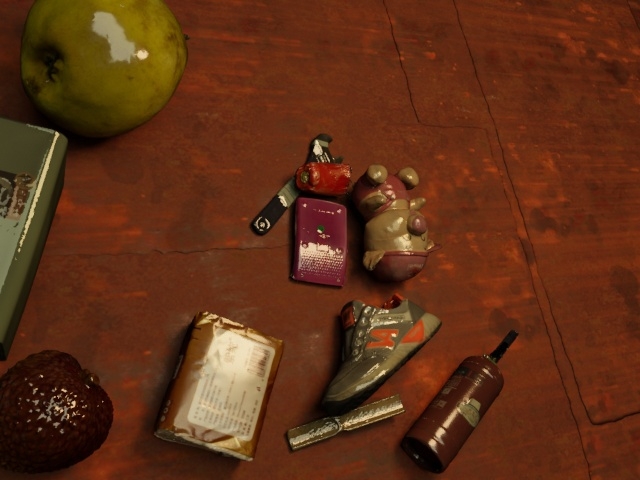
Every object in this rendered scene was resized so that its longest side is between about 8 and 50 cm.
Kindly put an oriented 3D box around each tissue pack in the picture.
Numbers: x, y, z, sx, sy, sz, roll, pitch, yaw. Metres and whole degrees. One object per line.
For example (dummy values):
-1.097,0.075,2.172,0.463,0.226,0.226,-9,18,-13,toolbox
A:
-0.177,0.262,1.137,0.183,0.092,0.226,23,62,-15,tissue pack

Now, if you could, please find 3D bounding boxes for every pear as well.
-0.388,-0.356,1.207,0.287,0.287,0.375,52,43,3,pear

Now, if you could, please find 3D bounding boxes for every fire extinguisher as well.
0.310,0.316,1.316,0.102,0.138,0.344,37,57,18,fire extinguisher

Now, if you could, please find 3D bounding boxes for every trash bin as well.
-0.523,0.003,1.011,0.158,0.223,0.344,12,66,-20,trash bin

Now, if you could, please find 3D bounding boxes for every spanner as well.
-0.047,-0.122,1.403,0.087,0.024,0.316,44,58,-11,spanner

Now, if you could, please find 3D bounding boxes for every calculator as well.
0.000,0.000,1.359,0.126,0.034,0.191,9,70,-20,calculator

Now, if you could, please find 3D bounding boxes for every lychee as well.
-0.418,0.267,0.972,0.194,0.194,0.195,10,65,-21,lychee

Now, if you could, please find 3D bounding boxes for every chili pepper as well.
0.005,-0.138,1.387,0.123,0.073,0.070,0,49,-35,chili pepper

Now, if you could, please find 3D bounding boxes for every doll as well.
0.164,-0.036,1.391,0.196,0.152,0.256,-9,77,-14,doll

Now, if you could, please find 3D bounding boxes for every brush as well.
0.050,0.356,1.240,0.247,0.036,0.043,-13,70,-22,brush

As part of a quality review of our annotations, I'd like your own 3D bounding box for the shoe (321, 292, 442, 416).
0.093,0.200,1.266,0.171,0.132,0.336,47,49,14,shoe
